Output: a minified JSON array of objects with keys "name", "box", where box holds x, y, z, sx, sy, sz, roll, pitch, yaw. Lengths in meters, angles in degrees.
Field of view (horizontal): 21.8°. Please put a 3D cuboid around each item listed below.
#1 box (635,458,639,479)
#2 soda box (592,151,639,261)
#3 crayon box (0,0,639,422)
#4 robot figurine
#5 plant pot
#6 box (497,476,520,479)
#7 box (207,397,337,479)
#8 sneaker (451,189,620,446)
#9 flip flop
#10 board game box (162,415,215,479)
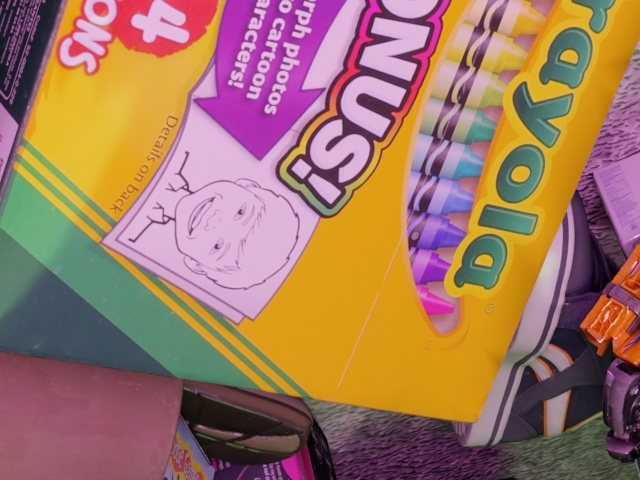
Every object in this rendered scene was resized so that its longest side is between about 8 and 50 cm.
[{"name":"box","box":[0.379,0.141,1.479,0.225,0.036,0.136,-21,143,4]},{"name":"soda box","box":[0.310,-0.048,1.185,0.216,0.069,0.074,-23,144,10]},{"name":"crayon box","box":[0.001,-0.104,0.844,0.313,0.106,0.363,12,107,-31]},{"name":"robot figurine","box":[0.265,0.074,1.155,0.211,0.085,0.291,-54,146,-5]},{"name":"plant pot","box":[-0.206,0.077,0.973,0.229,0.263,0.263,10,137,-20]},{"name":"box","box":[0.084,0.448,1.463,0.294,0.212,0.395,-13,113,8]},{"name":"box","box":[-0.056,0.243,1.275,0.142,0.247,0.163,-19,143,7]},{"name":"sneaker","box":[0.172,0.045,1.210,0.127,0.126,0.321,-6,151,-8]},{"name":"flip flop","box":[-0.124,0.074,1.164,0.277,0.080,0.112,25,145,-22]},{"name":"board game box","box":[-0.233,0.188,1.157,0.275,0.142,0.144,-1,146,15]}]
